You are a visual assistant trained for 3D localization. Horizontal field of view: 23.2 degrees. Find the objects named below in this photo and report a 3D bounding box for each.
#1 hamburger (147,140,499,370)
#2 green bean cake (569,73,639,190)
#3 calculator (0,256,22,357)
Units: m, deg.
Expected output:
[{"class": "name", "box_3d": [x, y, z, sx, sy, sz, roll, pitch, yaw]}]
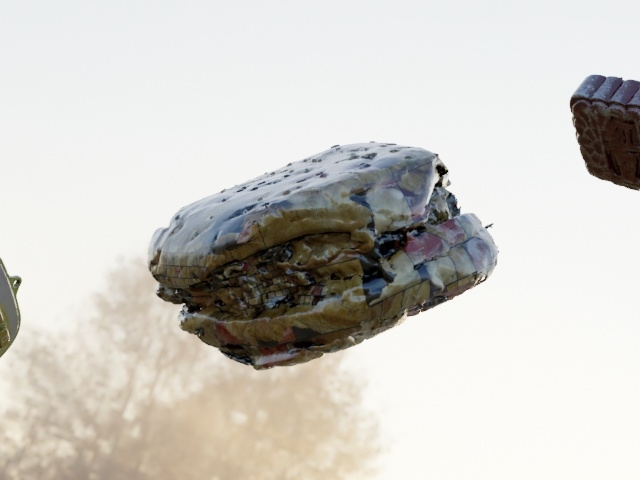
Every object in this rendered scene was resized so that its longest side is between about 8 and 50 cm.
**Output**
[{"class": "hamburger", "box_3d": [0.000, 0.000, 1.018, 0.231, 0.231, 0.107, -2, -67, 55]}, {"class": "green bean cake", "box_3d": [0.353, -0.117, 1.755, 0.135, 0.056, 0.135, 15, -41, 38]}, {"class": "calculator", "box_3d": [-0.353, 0.102, 1.358, 0.033, 0.236, 0.157, 32, -32, 30]}]
